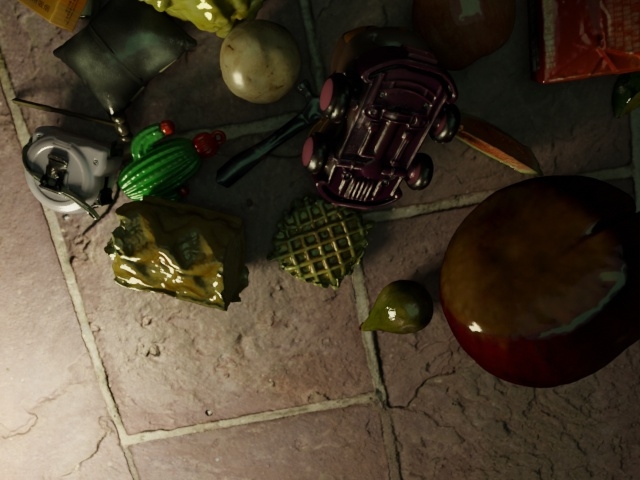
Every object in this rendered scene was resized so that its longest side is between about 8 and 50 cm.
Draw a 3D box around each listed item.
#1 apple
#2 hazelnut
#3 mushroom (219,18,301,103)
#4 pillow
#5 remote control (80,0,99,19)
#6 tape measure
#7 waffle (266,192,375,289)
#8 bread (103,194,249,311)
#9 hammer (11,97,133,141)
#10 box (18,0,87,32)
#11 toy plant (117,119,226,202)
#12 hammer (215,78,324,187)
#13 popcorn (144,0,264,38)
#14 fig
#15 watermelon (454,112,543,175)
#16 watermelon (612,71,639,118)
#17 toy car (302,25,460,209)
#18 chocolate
[{"bbox_3d":[0.275,-0.429,0.879,0.188,0.188,0.173,-28,104,6],"label":"apple"},{"bbox_3d":[0.440,0.073,0.914,0.402,0.402,0.429,30,99,-7],"label":"hazelnut"},{"bbox_3d":[-0.121,-0.357,0.920,0.166,0.127,0.166,-14,130,-17],"label":"mushroom"},{"bbox_3d":[-0.393,-0.388,0.921,0.250,0.106,0.186,-39,97,11],"label":"pillow"},{"bbox_3d":[-0.488,-0.571,0.916,0.098,0.038,0.233,11,103,1],"label":"remote control"},{"bbox_3d":[-0.528,-0.142,0.967,0.196,0.105,0.178,12,106,4],"label":"tape measure"},{"bbox_3d":[0.000,0.000,1.038,0.214,0.054,0.207,27,97,-4],"label":"waffle"},{"bbox_3d":[-0.284,0.026,0.954,0.252,0.196,0.238,12,142,5],"label":"bread"},{"bbox_3d":[-0.526,-0.264,0.958,0.292,0.029,0.058,15,135,13],"label":"hammer"},{"bbox_3d":[-0.492,-0.543,0.858,0.152,0.070,0.237,36,105,7],"label":"box"},{"bbox_3d":[-0.327,-0.172,0.973,0.155,0.088,0.240,33,111,-22],"label":"toy plant"},{"bbox_3d":[-0.106,-0.207,1.001,0.290,0.037,0.137,-36,99,6],"label":"hammer"},{"bbox_3d":[-0.217,-0.521,0.848,0.250,0.235,0.241,12,110,-43],"label":"popcorn"},{"bbox_3d":[0.160,0.152,1.042,0.185,0.133,0.126,-7,111,21],"label":"fig"},{"bbox_3d":[0.358,-0.208,0.963,0.245,0.119,0.063,29,112,-6],"label":"watermelon"},{"bbox_3d":[0.702,-0.353,0.978,0.182,0.075,0.092,-32,145,8],"label":"watermelon"},{"bbox_3d":[0.097,-0.248,0.905,0.272,0.240,0.340,7,131,-24],"label":"toy car"},{"bbox_3d":[0.537,-0.447,0.919,0.235,0.108,0.237,-9,104,1],"label":"chocolate"}]
